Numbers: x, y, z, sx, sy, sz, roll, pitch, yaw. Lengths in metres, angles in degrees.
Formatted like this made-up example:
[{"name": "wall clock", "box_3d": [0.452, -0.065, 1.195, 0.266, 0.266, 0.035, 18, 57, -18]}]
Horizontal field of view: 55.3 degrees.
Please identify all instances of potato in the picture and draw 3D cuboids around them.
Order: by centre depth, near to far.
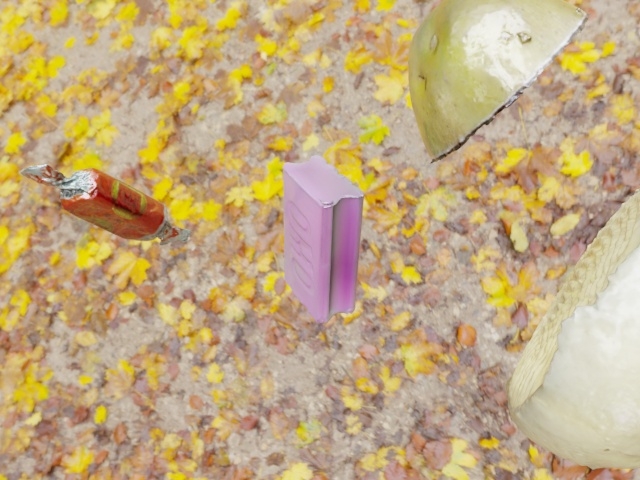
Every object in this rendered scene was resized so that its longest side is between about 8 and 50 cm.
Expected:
[{"name": "potato", "box_3d": [0.149, -0.183, 0.612, 0.117, 0.202, 0.182, 42, 71, -4]}]

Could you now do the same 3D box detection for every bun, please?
[{"name": "bun", "box_3d": [0.378, 0.107, 0.711, 0.202, 0.364, 0.364, 30, 79, 16]}]

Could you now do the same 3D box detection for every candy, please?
[{"name": "candy", "box_3d": [-0.310, -0.051, 0.926, 0.086, 0.292, 0.059, -14, 63, 27]}]

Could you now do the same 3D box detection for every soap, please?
[{"name": "soap", "box_3d": [0.000, 0.000, 0.834, 0.065, 0.203, 0.122, -17, 40, -24]}]
